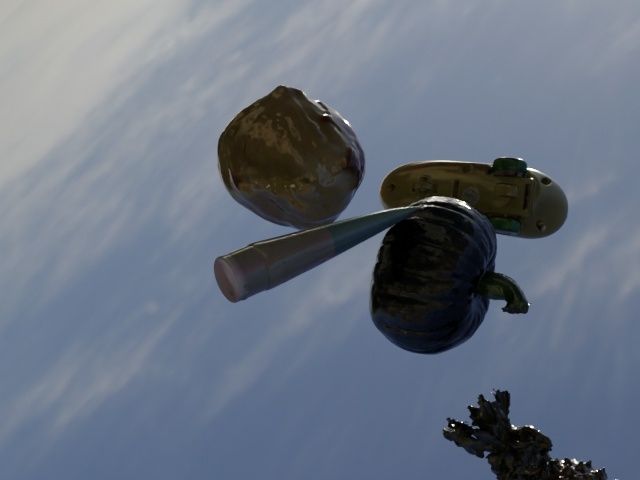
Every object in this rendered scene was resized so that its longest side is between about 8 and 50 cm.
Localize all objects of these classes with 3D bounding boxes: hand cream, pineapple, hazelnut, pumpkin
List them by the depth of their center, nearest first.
[{"bbox_3d":[0.000,0.000,1.814,0.312,0.070,0.111,-23,-177,-29],"label":"hand cream"},{"bbox_3d":[0.340,0.377,1.950,0.175,0.361,0.175,-52,-174,8],"label":"pineapple"},{"bbox_3d":[0.204,0.062,1.954,0.248,0.248,0.248,-35,-157,18],"label":"pumpkin"},{"bbox_3d":[-0.048,-0.142,2.183,0.261,0.241,0.261,0,-161,0],"label":"hazelnut"}]

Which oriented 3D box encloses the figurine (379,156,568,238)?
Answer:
[{"bbox_3d":[0.263,-0.070,2.210,0.325,0.222,0.124,5,-95,15],"label":"figurine"}]
